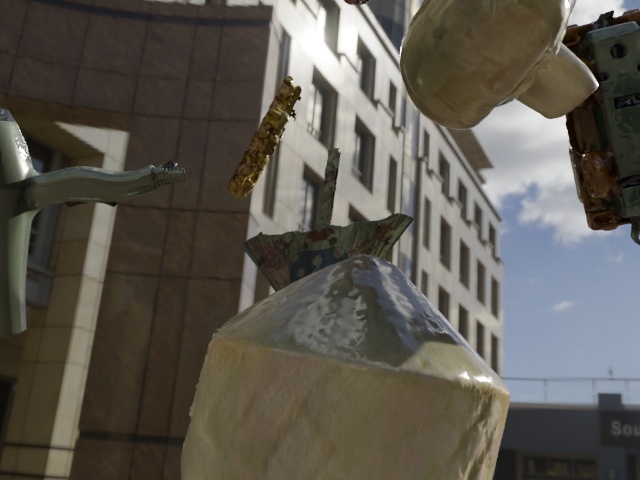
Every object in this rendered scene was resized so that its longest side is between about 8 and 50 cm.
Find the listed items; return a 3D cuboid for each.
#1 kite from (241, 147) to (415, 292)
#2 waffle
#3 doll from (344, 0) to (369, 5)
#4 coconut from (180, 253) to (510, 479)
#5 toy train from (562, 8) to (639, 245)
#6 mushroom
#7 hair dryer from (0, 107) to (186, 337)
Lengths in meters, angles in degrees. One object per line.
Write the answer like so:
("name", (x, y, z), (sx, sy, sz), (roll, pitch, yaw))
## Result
("kite", (0.000, 0.000, 1.173), (0.335, 0.314, 0.011), (-6, -18, 33))
("waffle", (-0.121, -0.215, 1.624), (0.069, 0.293, 0.259), (28, -59, -7))
("doll", (0.123, -0.434, 1.184), (0.303, 0.201, 0.156), (29, -59, 12))
("coconut", (0.026, 0.217, 0.860), (0.345, 0.415, 0.415), (12, -19, -2))
("toy train", (0.475, -0.174, 1.182), (0.163, 0.368, 0.231), (-13, 5, 5))
("mushroom", (0.230, -0.238, 0.881), (0.234, 0.260, 0.254), (33, 15, -4))
("hair dryer", (-0.269, -0.003, 0.728), (0.225, 0.218, 0.088), (17, 5, -9))
